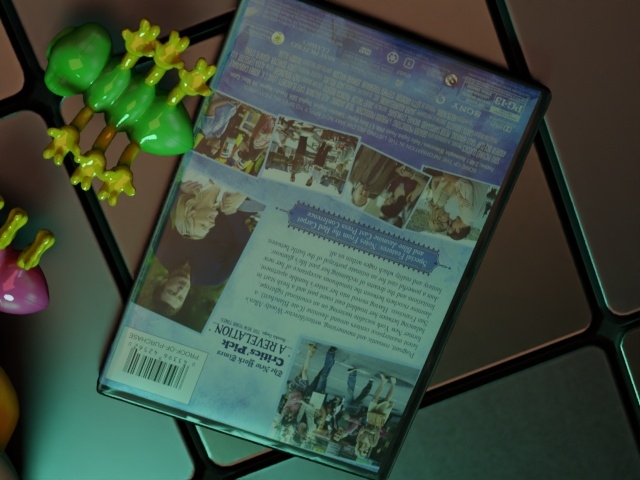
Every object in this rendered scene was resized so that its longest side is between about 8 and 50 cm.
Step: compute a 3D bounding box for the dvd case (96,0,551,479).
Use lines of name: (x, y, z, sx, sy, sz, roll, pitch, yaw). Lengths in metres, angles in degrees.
dvd case: (0.000, 0.000, 0.907, 0.180, 0.022, 0.253, 19, 104, -12)

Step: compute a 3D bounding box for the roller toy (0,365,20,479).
roller toy: (-0.244, 0.166, 0.846, 0.209, 0.146, 0.191, -18, 95, -14)

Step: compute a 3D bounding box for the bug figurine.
bug figurine: (-0.189, -0.071, 0.827, 0.216, 0.072, 0.279, 41, 98, -7)
